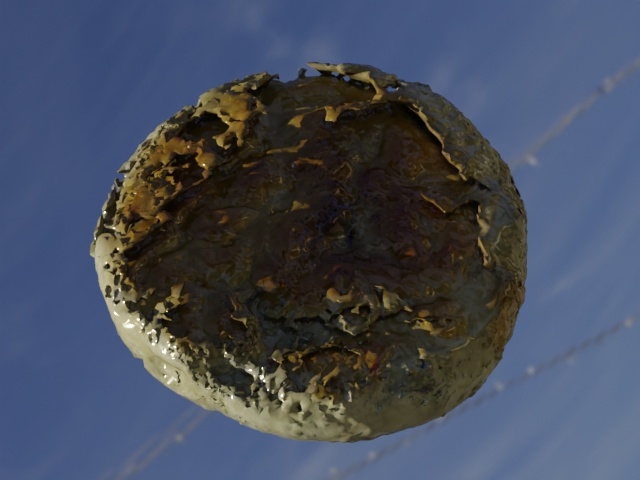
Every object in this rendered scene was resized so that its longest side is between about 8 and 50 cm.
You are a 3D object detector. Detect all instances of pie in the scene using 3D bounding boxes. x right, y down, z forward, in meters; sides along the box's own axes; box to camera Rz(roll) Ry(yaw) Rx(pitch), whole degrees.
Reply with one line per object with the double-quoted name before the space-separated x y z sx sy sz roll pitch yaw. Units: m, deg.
"pie" 0.000 0.000 1.093 0.274 0.274 0.055 -36 -29 -25
